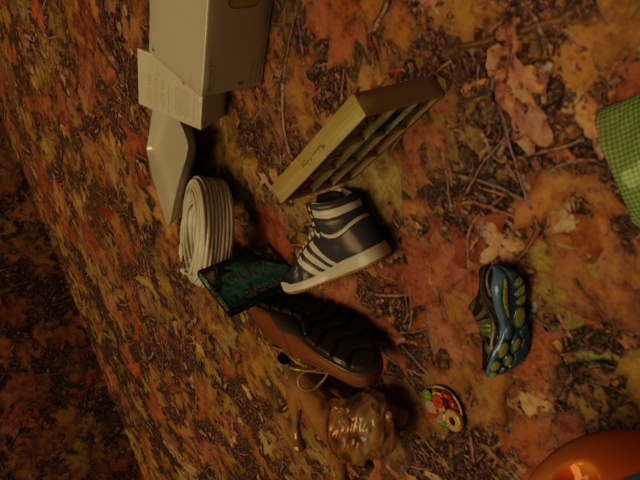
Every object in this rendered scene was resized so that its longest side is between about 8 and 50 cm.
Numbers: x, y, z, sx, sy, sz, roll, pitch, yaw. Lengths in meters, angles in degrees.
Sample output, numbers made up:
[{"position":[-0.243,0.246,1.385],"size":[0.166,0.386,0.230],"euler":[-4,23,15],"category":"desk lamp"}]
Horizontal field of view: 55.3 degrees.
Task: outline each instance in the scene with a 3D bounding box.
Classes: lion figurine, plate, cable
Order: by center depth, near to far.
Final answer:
[{"position":[0.012,0.359,1.276],"size":[0.392,0.142,0.240],"euler":[19,127,44],"category":"lion figurine"},{"position":[-0.261,-0.019,1.407],"size":[0.257,0.089,0.257],"euler":[-143,56,-63],"category":"cable"},{"position":[-0.360,-0.224,1.481],"size":[0.278,0.045,0.277],"euler":[66,146,32],"category":"plate"}]

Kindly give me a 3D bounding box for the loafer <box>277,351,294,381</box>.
[{"position":[-0.075,0.282,1.427],"size":[0.056,0.050,0.148],"euler":[24,126,44],"category":"loafer"}]

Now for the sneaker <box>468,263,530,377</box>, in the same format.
[{"position":[0.263,0.119,0.906],"size":[0.078,0.067,0.188],"euler":[-136,35,-62],"category":"sneaker"}]

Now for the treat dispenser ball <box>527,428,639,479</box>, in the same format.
[{"position":[0.367,0.366,0.699],"size":[0.288,0.288,0.288],"euler":[28,129,42],"category":"treat dispenser ball"}]

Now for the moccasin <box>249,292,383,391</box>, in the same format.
[{"position":[-0.017,0.210,1.243],"size":[0.380,0.139,0.147],"euler":[13,124,46],"category":"moccasin"}]

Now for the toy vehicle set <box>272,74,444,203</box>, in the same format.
[{"position":[0.050,-0.149,0.938],"size":[0.035,0.166,0.267],"euler":[62,144,8],"category":"toy vehicle set"}]

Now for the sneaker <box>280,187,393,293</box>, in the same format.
[{"position":[0.000,0.000,1.136],"size":[0.282,0.099,0.153],"euler":[-24,94,48],"category":"sneaker"}]

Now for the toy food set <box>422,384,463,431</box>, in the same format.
[{"position":[0.217,0.297,1.084],"size":[0.082,0.020,0.083],"euler":[-6,104,53],"category":"toy food set"}]

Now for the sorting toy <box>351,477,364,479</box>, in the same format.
[{"position":[0.134,0.599,1.264],"size":[0.365,0.126,0.127],"euler":[-15,96,55],"category":"sorting toy"}]

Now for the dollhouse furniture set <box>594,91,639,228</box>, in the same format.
[{"position":[0.379,-0.020,0.593],"size":[0.197,0.151,0.302],"euler":[-27,86,54],"category":"dollhouse furniture set"}]

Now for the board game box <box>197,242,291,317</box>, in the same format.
[{"position":[-0.150,0.079,1.300],"size":[0.126,0.186,0.026],"euler":[45,138,27],"category":"board game box"}]

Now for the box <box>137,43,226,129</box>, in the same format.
[{"position":[-0.293,-0.335,1.300],"size":[0.170,0.091,0.130],"euler":[25,130,15],"category":"box"}]

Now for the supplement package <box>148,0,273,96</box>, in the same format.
[{"position":[-0.207,-0.439,1.133],"size":[0.204,0.145,0.262],"euler":[43,138,30],"category":"supplement package"}]
